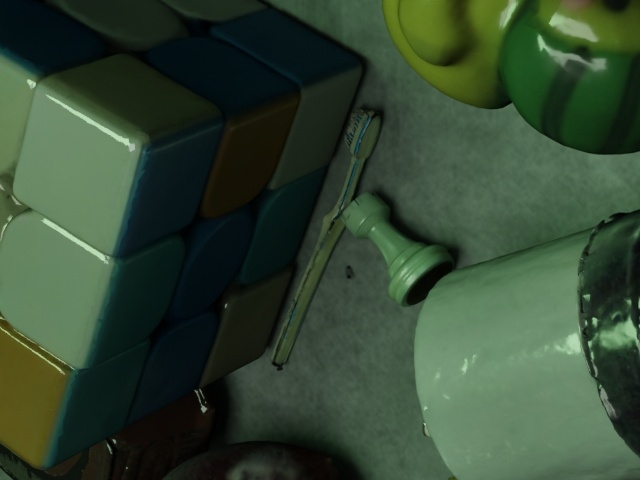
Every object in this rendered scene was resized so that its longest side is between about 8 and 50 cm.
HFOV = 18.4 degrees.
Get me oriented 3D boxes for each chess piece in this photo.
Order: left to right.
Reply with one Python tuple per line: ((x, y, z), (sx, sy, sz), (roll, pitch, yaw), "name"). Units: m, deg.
((0.065, 0.004, 1.785), (0.103, 0.067, 0.067), (48, 125, 22), "chess piece")

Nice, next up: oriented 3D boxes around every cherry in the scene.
((-0.078, 0.305, 1.901), (0.213, 0.183, 0.266), (35, 100, -5), "cherry")

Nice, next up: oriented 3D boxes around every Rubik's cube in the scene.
((-0.225, -0.062, 1.777), (0.347, 0.346, 0.344), (30, 120, 21), "Rubik's cube")

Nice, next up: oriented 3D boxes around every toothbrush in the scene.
((0.003, 0.004, 1.844), (0.028, 0.026, 0.294), (41, 125, 38), "toothbrush")

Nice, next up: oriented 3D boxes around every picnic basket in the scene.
((-0.262, 0.165, 1.993), (0.297, 0.129, 0.222), (38, 127, 24), "picnic basket")

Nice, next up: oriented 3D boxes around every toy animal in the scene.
((0.160, -0.193, 1.582), (0.338, 0.216, 0.191), (32, 147, 17), "toy animal")

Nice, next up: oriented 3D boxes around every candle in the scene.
((0.208, 0.104, 1.624), (0.342, 0.221, 0.221), (-20, 94, 36), "candle")

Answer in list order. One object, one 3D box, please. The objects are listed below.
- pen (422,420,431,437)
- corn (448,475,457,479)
((0.185, 0.180, 1.783), (0.204, 0.025, 0.025), (6, 109, 31), "pen")
((0.212, 0.354, 1.762), (0.344, 0.131, 0.131), (53, 126, 10), "corn")
